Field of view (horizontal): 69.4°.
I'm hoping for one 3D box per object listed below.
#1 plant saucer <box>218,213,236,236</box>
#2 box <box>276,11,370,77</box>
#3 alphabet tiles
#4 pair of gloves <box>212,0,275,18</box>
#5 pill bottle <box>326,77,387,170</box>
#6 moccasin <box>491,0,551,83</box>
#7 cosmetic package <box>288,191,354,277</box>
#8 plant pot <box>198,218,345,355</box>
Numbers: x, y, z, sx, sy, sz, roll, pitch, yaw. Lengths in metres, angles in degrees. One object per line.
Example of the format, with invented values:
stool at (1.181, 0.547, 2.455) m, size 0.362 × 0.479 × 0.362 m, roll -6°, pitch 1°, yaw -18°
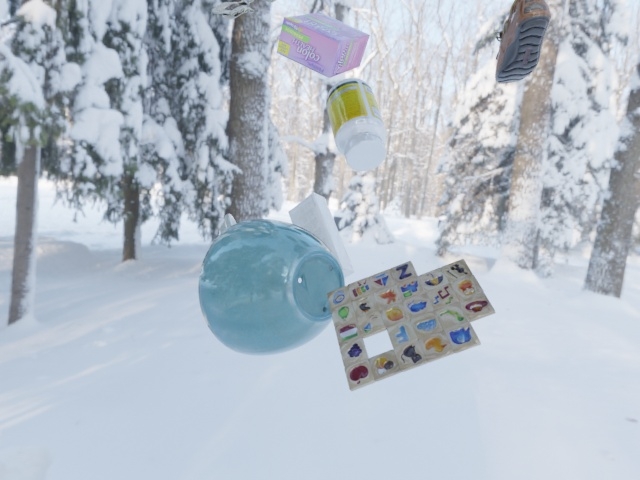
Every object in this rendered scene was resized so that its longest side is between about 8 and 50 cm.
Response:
plant saucer at (-0.299, 0.103, 1.690) m, size 0.100 × 0.400 × 0.400 m, roll -22°, pitch 9°, yaw -5°
box at (0.012, -0.667, 1.563) m, size 0.213 × 0.117 × 0.243 m, roll 31°, pitch 39°, yaw 14°
alphabet tiles at (0.136, 0.111, 0.726) m, size 0.237 × 0.009 × 0.198 m, roll -22°, pitch 39°, yaw 6°
pair of gloves at (-0.276, -0.912, 1.746) m, size 0.240 × 0.042 × 0.204 m, roll -35°, pitch 47°, yaw -13°
pill bottle at (0.133, -0.417, 1.678) m, size 0.188 × 0.334 × 0.188 m, roll -6°, pitch -37°, yaw -5°
moccasin at (0.634, -0.644, 1.493) m, size 0.139 × 0.147 × 0.380 m, roll -7°, pitch -17°, yaw 15°
cosmetic package at (0.000, 0.000, 1.211) m, size 0.099 × 0.239 × 0.060 m, roll -36°, pitch -31°, yaw 28°
plant pot at (-0.065, 0.092, 0.924) m, size 0.290 × 0.290 × 0.195 m, roll 1°, pitch -5°, yaw -43°
